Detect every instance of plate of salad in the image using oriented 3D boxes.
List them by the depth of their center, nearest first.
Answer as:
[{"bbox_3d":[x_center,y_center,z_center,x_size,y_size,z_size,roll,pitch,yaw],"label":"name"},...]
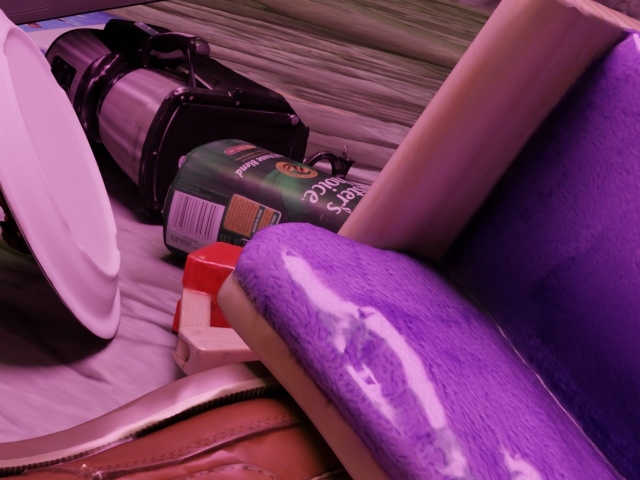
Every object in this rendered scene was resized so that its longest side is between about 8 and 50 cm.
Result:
[{"bbox_3d":[-0.155,-0.038,0.765,0.048,0.200,0.200,-22,18,3],"label":"plate of salad"}]

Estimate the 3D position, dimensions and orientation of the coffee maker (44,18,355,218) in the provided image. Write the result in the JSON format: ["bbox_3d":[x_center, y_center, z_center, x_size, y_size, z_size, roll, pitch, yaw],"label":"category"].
[{"bbox_3d":[-0.101,-0.081,1.072,0.171,0.120,0.178,33,2,-43],"label":"coffee maker"}]

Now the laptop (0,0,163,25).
[{"bbox_3d":[-0.340,-0.180,0.921,0.382,0.236,0.408,-3,-32,29],"label":"laptop"}]

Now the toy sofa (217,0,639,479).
[{"bbox_3d":[0.137,0.077,0.446,0.177,0.150,0.362,10,34,-45],"label":"toy sofa"}]

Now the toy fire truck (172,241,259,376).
[{"bbox_3d":[-0.024,0.061,0.742,0.135,0.047,0.192,17,17,6],"label":"toy fire truck"}]

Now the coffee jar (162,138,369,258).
[{"bbox_3d":[0.000,0.000,0.913,0.184,0.079,0.096,22,17,20],"label":"coffee jar"}]

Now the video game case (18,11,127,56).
[{"bbox_3d":[-0.304,-0.191,1.308,0.269,0.061,0.244,20,15,15],"label":"video game case"}]

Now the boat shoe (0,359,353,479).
[{"bbox_3d":[-0.058,0.115,0.451,0.307,0.111,0.104,-5,36,-43],"label":"boat shoe"}]
